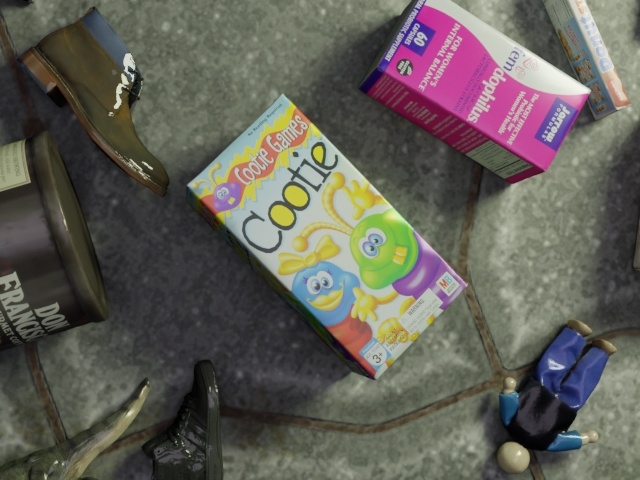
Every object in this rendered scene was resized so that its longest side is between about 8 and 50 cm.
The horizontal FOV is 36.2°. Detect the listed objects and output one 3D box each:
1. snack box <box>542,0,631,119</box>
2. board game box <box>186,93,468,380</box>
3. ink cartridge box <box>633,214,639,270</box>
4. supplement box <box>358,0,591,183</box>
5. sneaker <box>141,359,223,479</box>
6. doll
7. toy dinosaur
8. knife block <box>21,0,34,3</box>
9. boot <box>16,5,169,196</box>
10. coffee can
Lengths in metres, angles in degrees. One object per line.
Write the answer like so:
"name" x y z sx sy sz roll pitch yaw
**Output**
"snack box" 0.307 -0.231 1.149 0.022 0.064 0.178 -24 90 -9
"board game box" 0.000 0.000 1.056 0.275 0.142 0.144 45 82 -3
"ink cartridge box" 0.531 -0.048 1.137 0.289 0.121 0.211 9 85 -6
"supplement box" 0.171 -0.171 1.106 0.220 0.114 0.111 31 82 -6
"sneaker" -0.154 0.219 1.069 0.089 0.051 0.170 -4 90 -12
"doll" 0.268 0.189 1.127 0.129 0.046 0.189 38 82 -3
"toy dinosaur" -0.277 0.265 1.048 0.268 0.064 0.118 -29 84 -11
"knife block" -0.427 -0.367 1.067 0.275 0.242 0.088 26 79 40
"boot" -0.220 -0.154 1.070 0.106 0.082 0.219 -44 91 -5
"coffee can" -0.375 0.026 0.979 0.275 0.201 0.202 -18 89 -7
